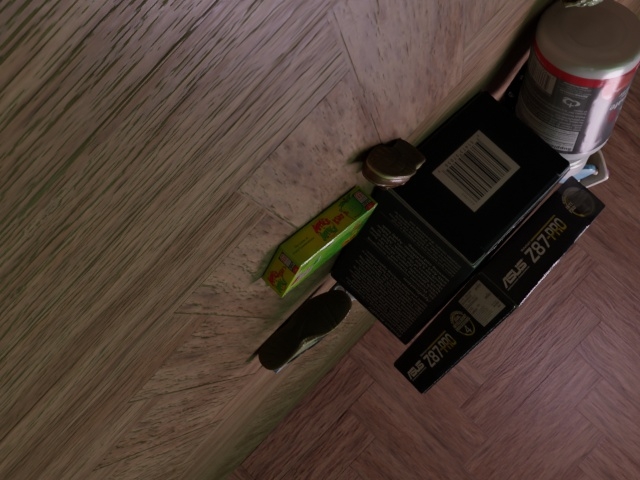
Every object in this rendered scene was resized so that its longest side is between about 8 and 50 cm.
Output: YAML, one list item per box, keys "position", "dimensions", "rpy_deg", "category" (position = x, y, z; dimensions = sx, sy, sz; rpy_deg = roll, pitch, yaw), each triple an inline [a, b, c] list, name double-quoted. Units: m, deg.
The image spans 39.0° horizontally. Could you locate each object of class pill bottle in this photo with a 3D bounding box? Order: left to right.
- position: [0.437, -0.253, 1.576]
  dimensions: [0.176, 0.176, 0.318]
  rpy_deg: [-42, 156, -24]
  category: "pill bottle"

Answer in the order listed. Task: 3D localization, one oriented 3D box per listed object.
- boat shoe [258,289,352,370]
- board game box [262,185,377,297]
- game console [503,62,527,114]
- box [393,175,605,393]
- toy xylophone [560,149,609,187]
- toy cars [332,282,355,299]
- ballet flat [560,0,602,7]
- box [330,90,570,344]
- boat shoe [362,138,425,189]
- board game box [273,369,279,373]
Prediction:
- position: [-0.033, 0.181, 1.844]
  dimensions: [0.223, 0.080, 0.073]
  rpy_deg: [-40, 175, -7]
  category: "boat shoe"
- position: [0.000, 0.000, 1.327]
  dimensions: [0.181, 0.043, 0.092]
  rpy_deg: [-38, 168, -37]
  category: "board game box"
- position: [0.442, -0.318, 1.917]
  dimensions: [0.213, 0.044, 0.361]
  rpy_deg: [-41, 169, -28]
  category: "game console"
- position: [0.324, 0.092, 1.670]
  dimensions: [0.318, 0.097, 0.395]
  rpy_deg: [-38, 167, -32]
  category: "box"
- position: [0.439, -0.174, 1.852]
  dimensions: [0.236, 0.323, 0.081]
  rpy_deg: [122, -29, -77]
  category: "toy xylophone"
- position: [0.171, 0.033, 2.055]
  dimensions: [0.394, 0.087, 0.176]
  rpy_deg: [-41, 169, -28]
  category: "toy cars"
- position: [0.395, -0.400, 1.289]
  dimensions: [0.077, 0.091, 0.241]
  rpy_deg: [-23, 164, -5]
  category: "ballet flat"
- position: [0.225, -0.029, 1.672]
  dimensions: [0.293, 0.212, 0.395]
  rpy_deg: [-42, 170, -26]
  category: "box"
- position: [0.099, -0.098, 1.288]
  dimensions: [0.060, 0.064, 0.178]
  rpy_deg: [-53, 171, 23]
  category: "boat shoe"
- position: [-0.024, 0.210, 2.092]
  dimensions: [0.160, 0.039, 0.211]
  rpy_deg: [-51, 168, 28]
  category: "board game box"
